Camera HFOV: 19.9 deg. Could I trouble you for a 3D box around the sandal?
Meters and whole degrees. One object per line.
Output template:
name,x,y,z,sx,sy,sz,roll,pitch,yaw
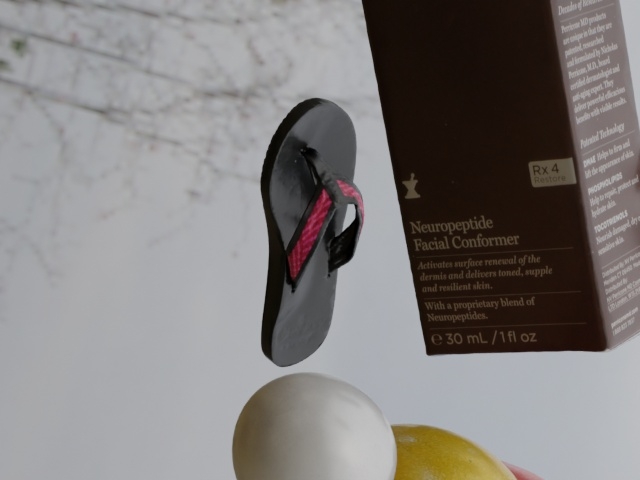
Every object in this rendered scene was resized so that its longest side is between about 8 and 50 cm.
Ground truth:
sandal,0.000,0.000,1.051,0.040,0.067,0.179,33,-49,39

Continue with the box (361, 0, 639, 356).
box,0.171,-0.095,1.608,0.191,0.143,0.381,-5,-80,36

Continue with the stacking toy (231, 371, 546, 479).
stacking toy,0.074,0.254,1.426,0.351,0.480,0.350,-21,-140,19
